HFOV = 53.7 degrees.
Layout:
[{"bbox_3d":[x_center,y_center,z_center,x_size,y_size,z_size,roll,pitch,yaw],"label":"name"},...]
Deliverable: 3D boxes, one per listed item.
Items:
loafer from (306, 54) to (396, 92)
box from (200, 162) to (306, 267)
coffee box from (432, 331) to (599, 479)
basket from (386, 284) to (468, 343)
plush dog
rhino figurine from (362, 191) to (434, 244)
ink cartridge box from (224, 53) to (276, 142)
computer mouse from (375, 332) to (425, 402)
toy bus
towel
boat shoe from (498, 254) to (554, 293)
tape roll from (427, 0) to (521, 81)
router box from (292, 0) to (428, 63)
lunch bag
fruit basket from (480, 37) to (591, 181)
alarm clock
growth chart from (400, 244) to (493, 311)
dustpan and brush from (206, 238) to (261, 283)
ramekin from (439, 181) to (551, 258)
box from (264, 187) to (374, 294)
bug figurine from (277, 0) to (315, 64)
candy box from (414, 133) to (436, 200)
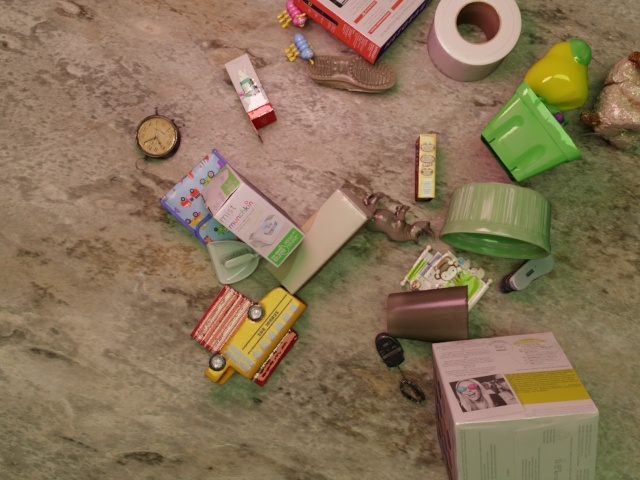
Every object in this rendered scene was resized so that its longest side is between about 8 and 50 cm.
[{"bbox_3d":[0.094,-0.501,1.895,0.268,0.092,0.102,11,89,5],"label":"loafer"},{"bbox_3d":[-0.192,-0.072,1.725,0.231,0.262,0.127,41,92,-24],"label":"box"},{"bbox_3d":[0.493,0.481,1.665,0.338,0.334,0.338,-7,116,2],"label":"coffee box"},{"bbox_3d":[0.310,0.216,1.816,0.226,0.154,0.204,0,131,13],"label":"basket"},{"bbox_3d":[0.854,-0.412,1.790,0.210,0.262,0.225,15,79,3],"label":"plush dog"},{"bbox_3d":[0.226,-0.055,1.879,0.243,0.073,0.106,24,83,5],"label":"rhino figurine"},{"bbox_3d":[-0.196,-0.418,1.881,0.078,0.134,0.231,-25,87,0],"label":"ink cartridge box"},{"bbox_3d":[0.238,0.378,1.883,0.071,0.041,0.242,-29,93,9],"label":"computer mouse"},{"bbox_3d":[-0.189,0.281,1.833,0.130,0.108,0.333,38,89,2],"label":"toy bus"},{"bbox_3d":[-0.228,0.286,1.903,0.275,0.031,0.199,35,89,4],"label":"towel"},{"bbox_3d":[0.606,0.095,1.869,0.183,0.083,0.065,-29,87,-26],"label":"boat shoe"},{"bbox_3d":[0.444,-0.607,1.850,0.246,0.169,0.246,0,88,3],"label":"tape roll"},{"bbox_3d":[0.137,-0.725,1.848,0.301,0.082,0.335,39,67,4],"label":"router box"},{"bbox_3d":[-0.294,-0.092,1.890,0.221,0.138,0.293,-44,103,-1],"label":"lunch bag"},{"bbox_3d":[0.625,-0.348,1.733,0.392,0.392,0.283,-36,87,0],"label":"fruit basket"},{"bbox_3d":[-0.503,-0.297,1.922,0.129,0.064,0.192,32,87,3],"label":"alarm clock"},{"bbox_3d":[0.381,0.119,1.893,0.237,0.021,0.172,31,90,1],"label":"growth chart"},{"bbox_3d":[-0.215,0.047,1.872,0.211,0.060,0.147,-19,119,-11],"label":"dustpan and brush"},{"bbox_3d":[0.494,-0.054,1.764,0.303,0.303,0.148,11,81,3],"label":"ramekin"},{"bbox_3d":[0.000,0.000,1.817,0.121,0.148,0.311,45,102,6],"label":"box"},{"bbox_3d":[0.003,-0.643,1.873,0.279,0.072,0.216,-29,78,-20],"label":"bug figurine"},{"bbox_3d":[0.309,-0.213,1.866,0.053,0.109,0.187,0,88,2],"label":"candy box"}]
